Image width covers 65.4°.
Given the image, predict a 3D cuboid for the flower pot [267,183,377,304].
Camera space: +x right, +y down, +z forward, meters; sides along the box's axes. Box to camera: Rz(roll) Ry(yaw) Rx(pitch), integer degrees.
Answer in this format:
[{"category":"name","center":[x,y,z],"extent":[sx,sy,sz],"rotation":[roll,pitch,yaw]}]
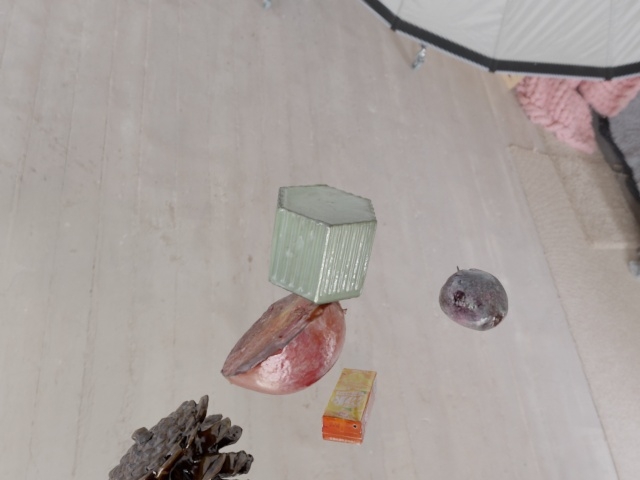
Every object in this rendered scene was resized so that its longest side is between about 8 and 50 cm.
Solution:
[{"category":"flower pot","center":[0.000,0.000,1.085],"extent":[0.239,0.189,0.209],"rotation":[23,29,22]}]

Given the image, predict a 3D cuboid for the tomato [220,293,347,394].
[{"category":"tomato","center":[-0.060,0.250,1.129],"extent":[0.170,0.309,0.309],"rotation":[48,51,-11]}]

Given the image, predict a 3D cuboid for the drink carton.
[{"category":"drink carton","center":[0.077,0.404,1.235],"extent":[0.223,0.096,0.071],"rotation":[-46,136,-68]}]

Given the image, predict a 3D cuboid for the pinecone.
[{"category":"pinecone","center":[-0.178,0.321,0.661],"extent":[0.208,0.208,0.207],"rotation":[14,59,-24]}]

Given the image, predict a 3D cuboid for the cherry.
[{"category":"cherry","center":[0.442,0.170,1.432],"extent":[0.195,0.195,0.195],"rotation":[14,59,-24]}]
